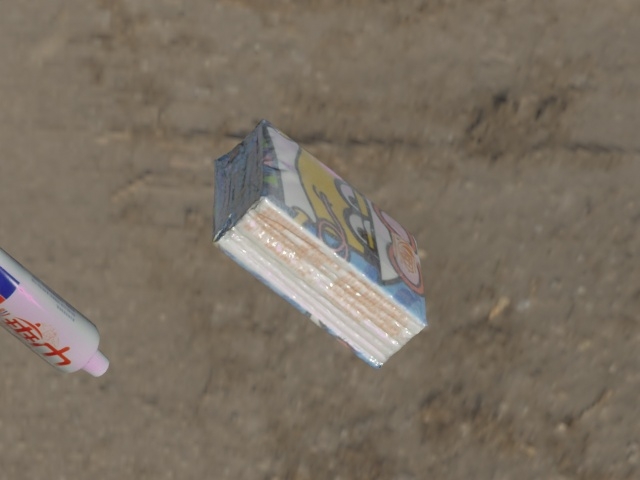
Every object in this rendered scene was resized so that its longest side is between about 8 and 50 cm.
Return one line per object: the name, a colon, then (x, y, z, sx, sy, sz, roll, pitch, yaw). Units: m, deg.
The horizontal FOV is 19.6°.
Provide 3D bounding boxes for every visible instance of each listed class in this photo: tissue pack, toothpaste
tissue pack: (0.000, 0.000, 1.270, 0.155, 0.065, 0.115, 37, 25, -21)
toothpaste: (-0.148, 0.017, 0.830, 0.045, 0.170, 0.028, -12, 52, 30)
